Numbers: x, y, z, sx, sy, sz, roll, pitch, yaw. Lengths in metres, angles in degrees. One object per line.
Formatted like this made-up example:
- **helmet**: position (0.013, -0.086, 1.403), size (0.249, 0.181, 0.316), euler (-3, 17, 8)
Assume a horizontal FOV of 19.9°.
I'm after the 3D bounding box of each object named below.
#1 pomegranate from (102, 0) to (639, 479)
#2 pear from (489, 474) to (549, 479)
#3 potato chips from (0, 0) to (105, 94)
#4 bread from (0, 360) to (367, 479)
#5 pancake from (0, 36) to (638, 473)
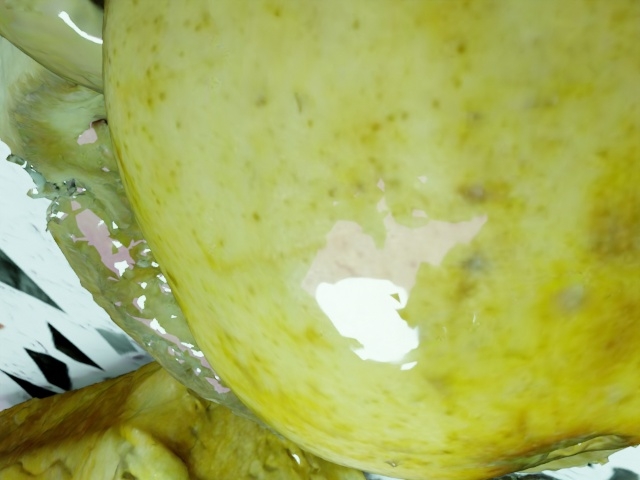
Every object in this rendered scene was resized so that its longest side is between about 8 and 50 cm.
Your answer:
- **pomegranate**: position (0.060, -0.055, 0.580), size (0.260, 0.260, 0.260), euler (22, 149, 14)
- **pear**: position (0.196, 0.329, 1.084), size (0.386, 0.191, 0.340), euler (32, 150, -2)
- **potato chips**: position (-0.119, -0.133, 0.681), size (0.195, 0.062, 0.208), euler (44, -158, -78)
- **bread**: position (-0.123, 0.189, 1.192), size (0.195, 0.149, 0.344), euler (41, 148, -17)
- **pancake**: position (0.001, -0.001, 0.884), size (0.382, 0.071, 0.382), euler (21, 148, 14)
